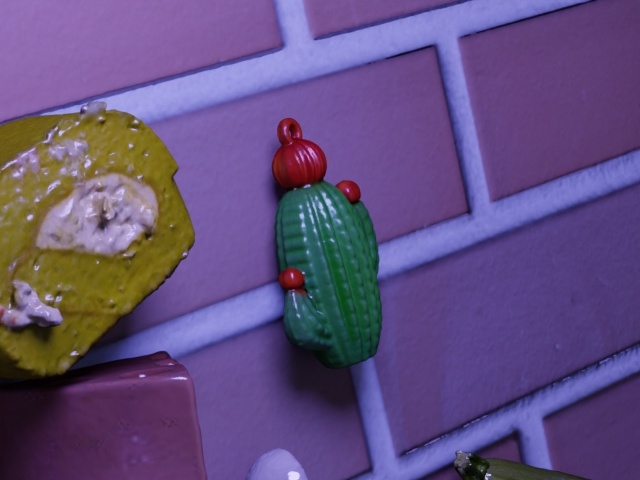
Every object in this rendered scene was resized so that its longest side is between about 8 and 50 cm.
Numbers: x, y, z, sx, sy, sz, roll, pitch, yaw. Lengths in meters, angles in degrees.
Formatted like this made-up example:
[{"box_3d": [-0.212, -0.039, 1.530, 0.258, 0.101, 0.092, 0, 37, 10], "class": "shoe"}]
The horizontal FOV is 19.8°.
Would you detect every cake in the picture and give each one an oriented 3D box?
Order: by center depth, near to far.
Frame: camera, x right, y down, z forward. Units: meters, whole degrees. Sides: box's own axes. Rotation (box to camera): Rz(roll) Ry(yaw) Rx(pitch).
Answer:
[{"box_3d": [-0.238, -0.009, 1.573, 0.260, 0.156, 0.179, -46, 123, -34], "class": "cake"}]

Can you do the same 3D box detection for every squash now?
[{"box_3d": [0.236, 0.282, 2.024, 0.252, 0.066, 0.066, 17, 77, -38], "class": "squash"}]

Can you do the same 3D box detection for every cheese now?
[{"box_3d": [-0.158, 0.175, 1.611, 0.203, 0.177, 0.128, -9, 95, -40], "class": "cheese"}]

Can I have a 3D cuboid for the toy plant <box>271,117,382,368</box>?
[{"box_3d": [0.008, 0.008, 1.826, 0.155, 0.088, 0.240, 17, 66, -51], "class": "toy plant"}]

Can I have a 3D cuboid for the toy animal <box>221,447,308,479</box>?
[{"box_3d": [-0.110, 0.278, 1.698, 0.221, 0.104, 0.130, -12, 107, -36], "class": "toy animal"}]
